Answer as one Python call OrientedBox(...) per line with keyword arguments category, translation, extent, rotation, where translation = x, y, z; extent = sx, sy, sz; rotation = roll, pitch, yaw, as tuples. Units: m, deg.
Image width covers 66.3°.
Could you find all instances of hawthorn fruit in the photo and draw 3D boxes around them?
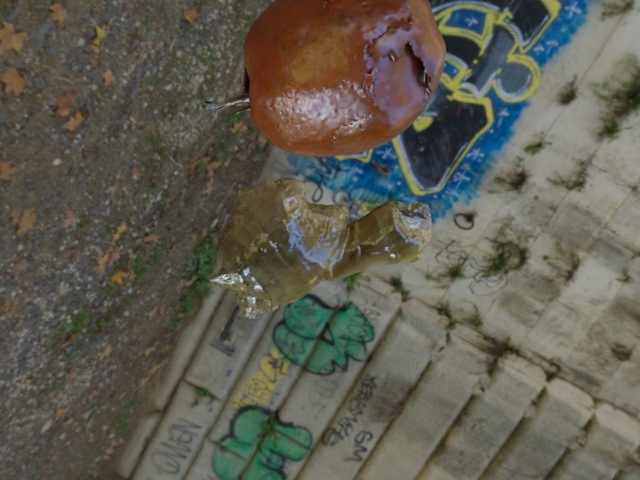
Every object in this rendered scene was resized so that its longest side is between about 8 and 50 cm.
OrientedBox(category="hawthorn fruit", translation=(-0.007, -0.196, 0.585), extent=(0.211, 0.299, 0.211), rotation=(-14, 90, -82))

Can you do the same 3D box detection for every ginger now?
OrientedBox(category="ginger", translation=(-0.003, -0.008, 0.361), extent=(0.165, 0.096, 0.067), rotation=(-19, -165, -2))
